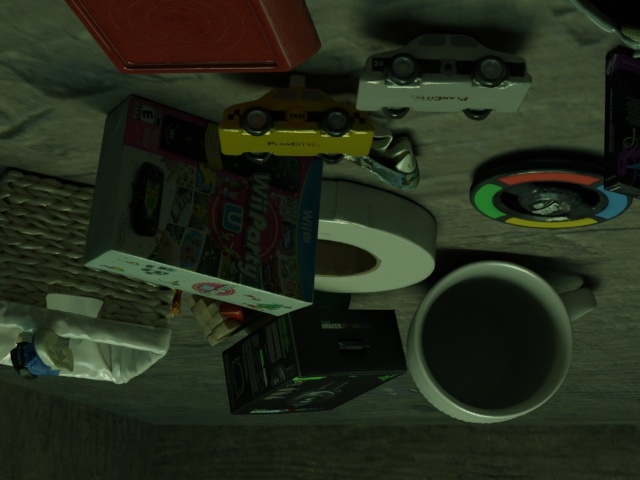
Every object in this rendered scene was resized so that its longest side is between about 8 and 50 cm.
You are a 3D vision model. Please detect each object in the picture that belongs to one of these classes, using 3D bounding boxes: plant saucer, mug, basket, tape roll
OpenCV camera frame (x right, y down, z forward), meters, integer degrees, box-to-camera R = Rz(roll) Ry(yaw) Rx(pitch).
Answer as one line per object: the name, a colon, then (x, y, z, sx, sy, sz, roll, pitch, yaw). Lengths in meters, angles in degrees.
plant saucer: (-0.150, -0.244, 1.100, 0.259, 0.047, 0.258, 2, 161, 13)
mug: (0.004, 0.107, 2.005, 0.158, 0.097, 0.129, 20, 156, -36)
basket: (-0.432, 0.073, 1.770, 0.328, 0.266, 0.331, 13, 161, -20)
mug: (0.339, 0.183, 1.939, 0.374, 0.276, 0.328, -24, 168, -6)
tape roll: (0.000, 0.000, 1.736, 0.392, 0.072, 0.392, 5, 160, 2)

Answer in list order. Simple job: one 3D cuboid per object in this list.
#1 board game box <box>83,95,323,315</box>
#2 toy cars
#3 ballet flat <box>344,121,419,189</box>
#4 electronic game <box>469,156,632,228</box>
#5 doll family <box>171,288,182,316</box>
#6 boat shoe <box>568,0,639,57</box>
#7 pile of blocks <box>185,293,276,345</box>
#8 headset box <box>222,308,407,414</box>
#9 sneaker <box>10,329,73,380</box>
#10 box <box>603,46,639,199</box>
board game box: (-0.151, -0.041, 1.424, 0.303, 0.224, 0.097, 17, 156, -31)
toy cars: (0.051, -0.171, 1.209, 0.394, 0.087, 0.176, -13, 159, 36)
ballet flat: (0.084, -0.118, 1.385, 0.188, 0.070, 0.070, 18, 158, -41)
electronic game: (0.329, -0.062, 1.494, 0.229, 0.048, 0.229, 5, 162, 2)
doll family: (-0.370, 0.130, 2.107, 0.263, 0.163, 0.118, -9, 124, 38)
boat shoe: (0.286, -0.225, 0.943, 0.118, 0.103, 0.320, -11, 155, 40)
pile of blocks: (-0.087, 0.131, 2.091, 0.362, 0.149, 0.113, 10, 144, -41)
headset box: (-0.009, 0.227, 1.973, 0.246, 0.131, 0.283, 4, 155, -35)
sneaker: (-0.434, 0.175, 1.581, 0.085, 0.058, 0.152, -6, 163, 0)
box: (0.363, -0.120, 1.138, 0.116, 0.162, 0.029, 13, 160, -21)
